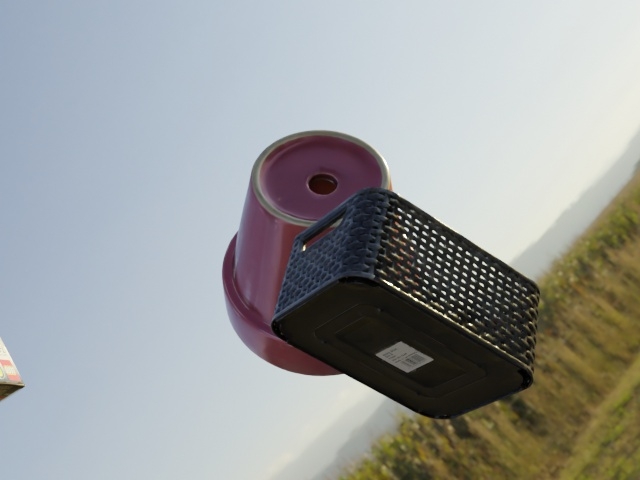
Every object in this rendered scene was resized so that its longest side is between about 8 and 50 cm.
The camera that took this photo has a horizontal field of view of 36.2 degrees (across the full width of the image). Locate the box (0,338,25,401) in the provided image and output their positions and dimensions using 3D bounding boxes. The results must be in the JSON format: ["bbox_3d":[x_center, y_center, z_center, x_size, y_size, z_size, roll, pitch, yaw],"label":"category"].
[{"bbox_3d":[-0.337,0.084,0.843,0.036,0.114,0.207,-33,-12,1],"label":"box"}]

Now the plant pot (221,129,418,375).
[{"bbox_3d":[0.000,0.000,0.956,0.201,0.201,0.180,-40,-31,-31],"label":"plant pot"}]

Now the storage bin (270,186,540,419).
[{"bbox_3d":[0.067,0.054,0.753,0.122,0.180,0.084,-35,31,46],"label":"storage bin"}]
